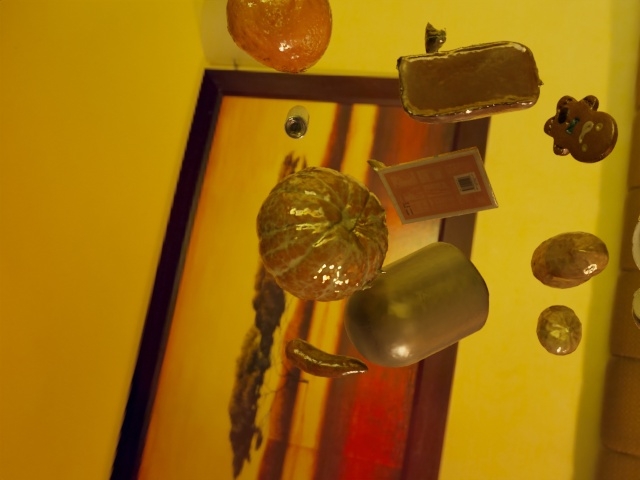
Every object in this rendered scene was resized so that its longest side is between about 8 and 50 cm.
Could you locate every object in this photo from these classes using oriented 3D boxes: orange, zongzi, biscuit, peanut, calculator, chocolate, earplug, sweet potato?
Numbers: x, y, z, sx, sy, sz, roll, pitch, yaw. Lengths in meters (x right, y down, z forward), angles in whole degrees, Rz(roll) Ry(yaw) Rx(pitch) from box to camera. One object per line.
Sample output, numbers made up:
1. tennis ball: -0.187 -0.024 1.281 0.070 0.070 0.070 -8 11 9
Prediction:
1. orange: 0.010 -0.018 1.437 0.329 0.249 0.329 10 -109 -31
2. zongzi: 0.376 -0.687 2.009 0.109 0.055 0.119 147 120 -75
3. biscuit: 0.694 -0.298 1.634 0.180 0.039 0.236 -66 33 25
4. peanut: 0.808 0.068 1.989 0.387 0.192 0.169 73 -138 -81
5. peanut: 0.712 0.260 1.827 0.224 0.129 0.129 -40 -46 -69
6. orange: -0.119 -0.692 1.883 0.293 0.341 0.340 -57 -8 25
7. calculator: 0.270 -0.212 2.246 0.033 0.236 0.157 -44 -10 14
8. chocolate: 0.279 -0.286 1.162 0.083 0.261 0.161 66 -157 -63
9. earplug: 0.272 0.213 1.871 0.394 0.313 0.312 -23 -55 -25
10. sweet potato: 0.010 0.392 1.961 0.097 0.292 0.097 -50 -32 -47

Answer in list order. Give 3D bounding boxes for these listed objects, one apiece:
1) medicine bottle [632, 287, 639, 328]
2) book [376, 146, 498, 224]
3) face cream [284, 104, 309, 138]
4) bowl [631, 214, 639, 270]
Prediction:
1. medicine bottle: 0.738 0.166 1.312 0.191 0.107 0.107 32 -116 -43
2. book: 0.271 -0.121 1.417 0.170 0.242 0.018 60 -143 -31
3. face cream: -0.073 -0.382 1.945 0.229 0.075 0.075 -88 -4 -67
4. bowl: 1.148 -0.065 1.861 0.196 0.435 0.434 -80 -13 -60
